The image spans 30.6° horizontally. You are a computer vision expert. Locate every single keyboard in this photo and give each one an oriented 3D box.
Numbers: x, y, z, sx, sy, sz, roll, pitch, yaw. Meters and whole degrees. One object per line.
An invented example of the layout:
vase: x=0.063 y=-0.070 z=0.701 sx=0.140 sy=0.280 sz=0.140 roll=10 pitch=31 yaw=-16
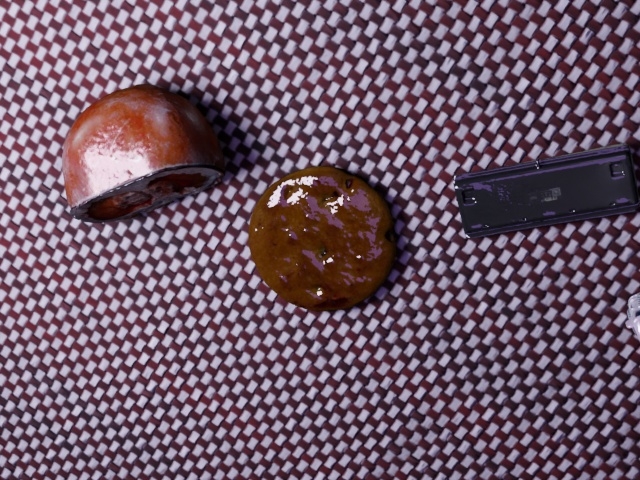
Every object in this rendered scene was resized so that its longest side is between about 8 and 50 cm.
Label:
keyboard: x=0.289 y=-0.064 z=1.506 sx=0.230 sy=0.025 sz=0.093 roll=-9 pitch=105 yaw=17

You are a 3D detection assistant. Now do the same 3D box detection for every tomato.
tomato: x=-0.245 y=-0.126 z=1.561 sx=0.214 sy=0.181 sz=0.155 roll=-17 pitch=84 yaw=11

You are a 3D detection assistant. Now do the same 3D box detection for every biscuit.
biscuit: x=0.000 y=0.000 z=1.591 sx=0.212 sy=0.036 sz=0.212 roll=4 pitch=107 yaw=14

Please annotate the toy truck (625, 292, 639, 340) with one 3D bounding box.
toy truck: x=0.470 y=0.171 z=1.483 sx=0.098 sy=0.114 sz=0.227 roll=-22 pitch=100 yaw=19
